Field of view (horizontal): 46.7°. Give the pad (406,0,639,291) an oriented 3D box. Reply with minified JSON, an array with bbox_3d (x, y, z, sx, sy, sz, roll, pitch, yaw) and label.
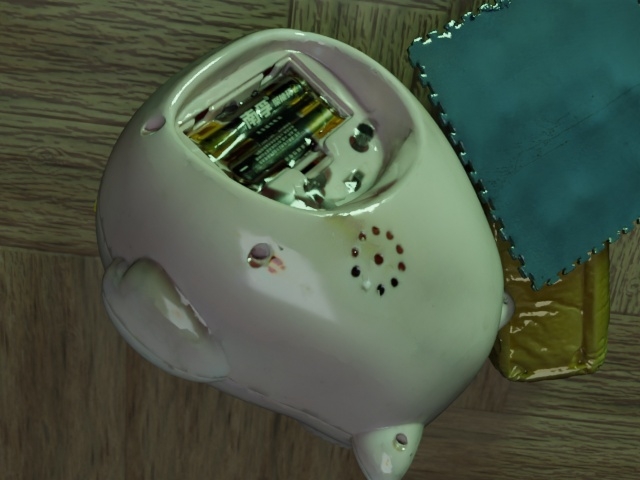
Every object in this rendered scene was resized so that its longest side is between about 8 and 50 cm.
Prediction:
[{"bbox_3d":[0.246,-0.126,0.723,0.269,0.012,0.269,-29,96,-16],"label":"pad"}]

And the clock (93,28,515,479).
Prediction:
[{"bbox_3d":[0.000,0.000,0.679,0.376,0.368,0.250,43,142,5],"label":"clock"}]

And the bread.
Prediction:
[{"bbox_3d":[0.249,0.026,0.832,0.152,0.119,0.288,-7,113,8],"label":"bread"}]
